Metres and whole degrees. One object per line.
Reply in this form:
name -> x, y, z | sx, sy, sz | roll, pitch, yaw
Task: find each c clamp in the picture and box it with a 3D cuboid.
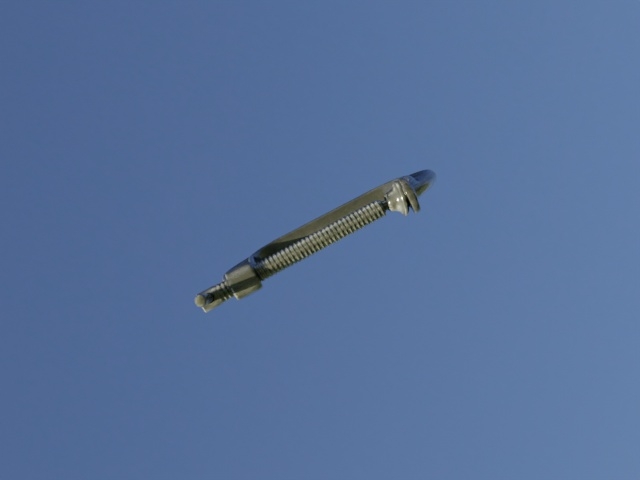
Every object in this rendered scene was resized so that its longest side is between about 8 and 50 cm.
c clamp -> 0.000, 0.000, 0.910 | 0.161, 0.137, 0.022 | -29, -87, -6
